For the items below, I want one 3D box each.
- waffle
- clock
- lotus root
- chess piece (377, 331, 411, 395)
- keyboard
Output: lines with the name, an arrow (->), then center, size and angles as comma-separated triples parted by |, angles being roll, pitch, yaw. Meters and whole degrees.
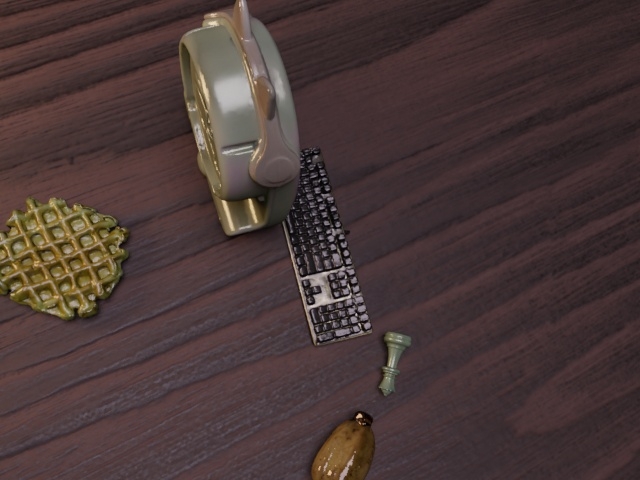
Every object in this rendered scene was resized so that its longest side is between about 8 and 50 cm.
waffle -> -0.372, 0.021, 0.878 | 0.184, 0.036, 0.169 | 21, 68, -6
clock -> -0.114, -0.171, 0.832 | 0.109, 0.324, 0.265 | -14, 75, -14
lotus root -> 0.031, 0.309, 0.848 | 0.072, 0.063, 0.152 | 30, 68, 20
chess piece -> 0.107, 0.185, 0.915 | 0.042, 0.042, 0.093 | 15, 77, -6
keyboard -> 0.000, 0.000, 0.958 | 0.106, 0.027, 0.317 | -13, 75, -13
